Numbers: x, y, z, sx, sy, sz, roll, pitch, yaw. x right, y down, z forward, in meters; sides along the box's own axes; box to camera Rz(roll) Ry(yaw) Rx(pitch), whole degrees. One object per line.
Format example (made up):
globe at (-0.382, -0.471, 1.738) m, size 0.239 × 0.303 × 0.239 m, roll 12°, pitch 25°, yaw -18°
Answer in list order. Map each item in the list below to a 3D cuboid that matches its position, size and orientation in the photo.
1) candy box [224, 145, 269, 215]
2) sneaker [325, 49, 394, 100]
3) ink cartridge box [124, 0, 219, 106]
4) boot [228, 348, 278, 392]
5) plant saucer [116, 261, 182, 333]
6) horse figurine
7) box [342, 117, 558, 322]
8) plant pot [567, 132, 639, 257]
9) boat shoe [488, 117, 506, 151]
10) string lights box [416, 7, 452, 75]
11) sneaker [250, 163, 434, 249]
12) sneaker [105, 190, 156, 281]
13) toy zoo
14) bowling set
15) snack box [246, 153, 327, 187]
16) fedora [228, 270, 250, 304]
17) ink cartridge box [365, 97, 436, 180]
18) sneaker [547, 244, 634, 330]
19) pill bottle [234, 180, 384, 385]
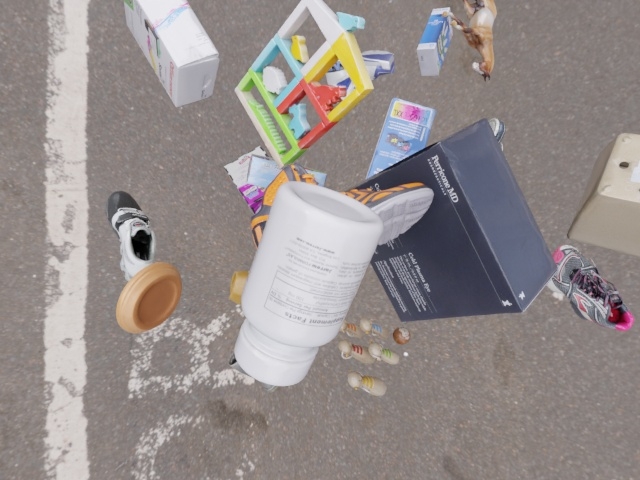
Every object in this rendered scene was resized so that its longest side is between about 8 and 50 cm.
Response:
candy box at (-0.223, -0.216, 1.500) m, size 0.159 × 0.071 × 0.233 m, roll -31°, pitch 56°, yaw -7°
sneaker at (0.156, -0.673, 1.740) m, size 0.316 × 0.182 × 0.127 m, roll 8°, pitch 42°, yaw 25°
ink cartridge box at (-0.395, -0.529, 1.106) m, size 0.117 × 0.201 × 0.278 m, roll -31°, pitch 90°, yaw -23°
boot at (-0.177, 0.382, 1.379) m, size 0.189 × 0.076 × 0.208 m, roll -51°, pitch 120°, yaw -23°
plant saucer at (-0.433, 0.154, 1.093) m, size 0.037 × 0.200 × 0.200 m, roll 23°, pitch 81°, yaw 22°
horse figurine at (0.369, -0.540, 1.017) m, size 0.175 × 0.066 × 0.263 m, roll 21°, pitch 65°, yaw -26°
box at (0.255, -0.021, 0.895) m, size 0.179 × 0.312 × 0.343 m, roll -31°, pitch 96°, yaw -35°
plant pot at (0.338, -0.052, 0.441) m, size 0.109 × 0.096 × 0.109 m, roll 20°, pitch 79°, yaw 33°
boat shoe at (0.459, -0.231, 1.162) m, size 0.079 × 0.254 × 0.095 m, roll 15°, pitch 58°, yaw 5°
string lights box at (0.484, -0.836, 1.768) m, size 0.077 × 0.133 × 0.259 m, roll 10°, pitch 64°, yaw 29°
sneaker at (0.028, -0.071, 0.732) m, size 0.321 × 0.124 × 0.180 m, roll -20°, pitch 59°, yaw -17°
sneaker at (-0.594, -0.039, 1.355) m, size 0.122 × 0.146 × 0.330 m, roll -9°, pitch 67°, yaw -43°
toy zoo at (-0.029, -0.287, 0.755) m, size 0.030 × 0.293 × 0.192 m, roll -26°, pitch 85°, yaw -48°
bowling set at (0.160, 0.308, 1.301) m, size 0.154 × 0.287 × 0.200 m, roll 31°, pitch 112°, yaw -36°
snack box at (-0.091, -0.160, 1.033) m, size 0.175 × 0.207 × 0.070 m, roll 12°, pitch 99°, yaw -13°
fedora at (-0.257, 0.156, 1.388) m, size 0.079 × 0.194 × 0.194 m, roll 11°, pitch 83°, yaw -13°
ink cartridge box at (0.230, -0.203, 1.355) m, size 0.151 × 0.270 × 0.395 m, roll 19°, pitch 78°, yaw 9°
sneaker at (0.675, 0.117, 1.052) m, size 0.299 × 0.112 × 0.121 m, roll 37°, pitch 92°, yaw -22°
pill bottle at (-0.024, 0.056, 0.514) m, size 0.131 × 0.131 × 0.229 m, roll 20°, pitch 109°, yaw -4°
